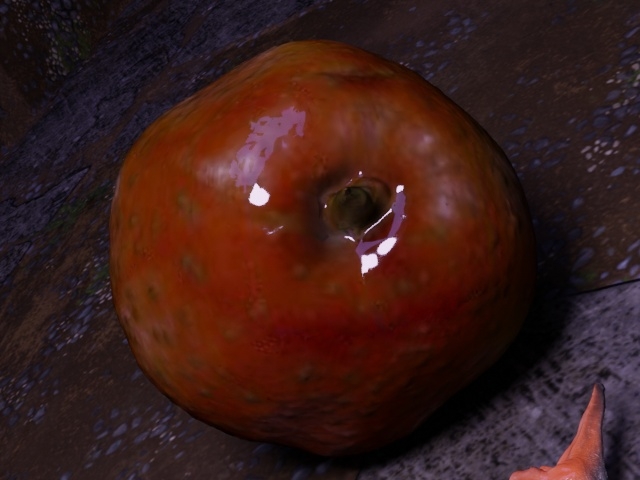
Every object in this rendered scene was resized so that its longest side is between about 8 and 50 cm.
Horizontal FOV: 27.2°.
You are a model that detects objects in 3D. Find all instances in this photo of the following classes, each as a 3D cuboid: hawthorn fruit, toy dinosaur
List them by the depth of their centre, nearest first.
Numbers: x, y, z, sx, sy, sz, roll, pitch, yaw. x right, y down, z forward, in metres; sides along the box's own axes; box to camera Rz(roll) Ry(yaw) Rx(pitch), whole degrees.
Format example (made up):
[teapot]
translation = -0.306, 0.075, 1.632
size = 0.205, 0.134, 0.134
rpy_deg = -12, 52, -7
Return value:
[toy dinosaur]
translation = 0.182, 0.222, 1.002
size = 0.101, 0.055, 0.279
rpy_deg = -16, 48, 46
[hawthorn fruit]
translation = 0.000, 0.000, 1.201
size = 0.403, 0.403, 0.403
rpy_deg = -29, 26, 16
